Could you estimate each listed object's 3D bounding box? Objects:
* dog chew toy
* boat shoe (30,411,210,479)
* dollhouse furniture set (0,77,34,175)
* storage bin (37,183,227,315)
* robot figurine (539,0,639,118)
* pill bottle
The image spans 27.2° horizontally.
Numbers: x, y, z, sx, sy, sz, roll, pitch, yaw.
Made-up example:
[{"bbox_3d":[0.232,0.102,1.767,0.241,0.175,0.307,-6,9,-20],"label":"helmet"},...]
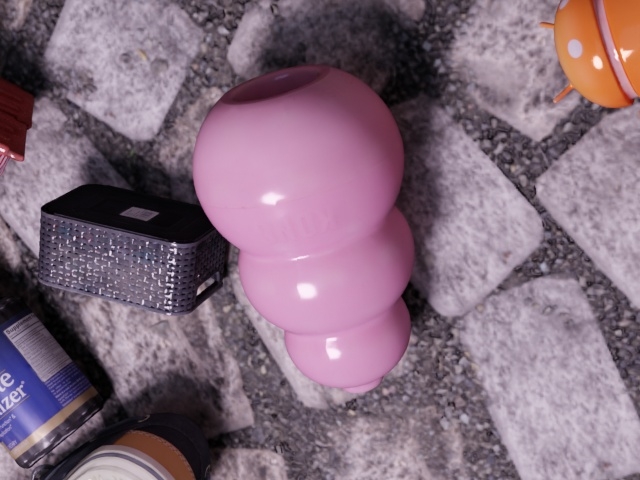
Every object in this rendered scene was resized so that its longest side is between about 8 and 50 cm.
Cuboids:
[{"bbox_3d":[0.000,0.000,1.312,0.207,0.206,0.331,-8,111,22],"label":"dog chew toy"},{"bbox_3d":[-0.289,0.355,1.553,0.187,0.156,0.500,44,127,-3],"label":"boat shoe"},{"bbox_3d":[-0.516,-0.118,1.403,0.374,0.152,0.201,23,117,-17],"label":"dollhouse furniture set"},{"bbox_3d":[-0.200,0.007,1.421,0.180,0.122,0.084,12,110,16],"label":"storage bin"},{"bbox_3d":[0.304,-0.191,1.174,0.219,0.128,0.158,-17,107,24],"label":"robot figurine"},{"bbox_3d":[-0.361,0.143,1.522,0.123,0.123,0.219,-39,91,26],"label":"pill bottle"}]
